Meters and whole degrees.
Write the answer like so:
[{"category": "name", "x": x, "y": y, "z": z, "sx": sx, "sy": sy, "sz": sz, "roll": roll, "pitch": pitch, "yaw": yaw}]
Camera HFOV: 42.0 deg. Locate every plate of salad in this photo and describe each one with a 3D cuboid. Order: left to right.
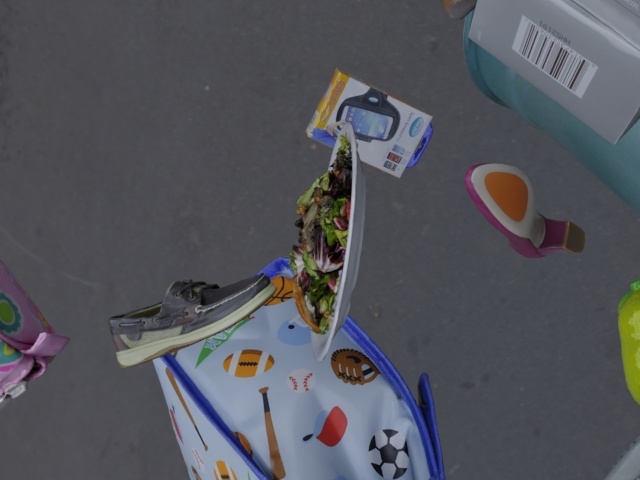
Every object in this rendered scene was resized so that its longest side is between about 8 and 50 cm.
[{"category": "plate of salad", "x": 0.000, "y": 0.000, "z": 0.689, "sx": 0.200, "sy": 0.048, "sz": 0.200, "roll": -172, "pitch": 90, "yaw": -84}]

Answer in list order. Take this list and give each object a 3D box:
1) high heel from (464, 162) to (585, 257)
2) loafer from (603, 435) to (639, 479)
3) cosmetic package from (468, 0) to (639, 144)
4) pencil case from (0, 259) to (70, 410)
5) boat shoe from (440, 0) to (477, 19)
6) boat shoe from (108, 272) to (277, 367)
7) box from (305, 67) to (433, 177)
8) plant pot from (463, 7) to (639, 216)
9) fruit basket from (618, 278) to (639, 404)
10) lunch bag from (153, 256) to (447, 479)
[{"category": "high heel", "x": 0.235, "y": -0.037, "z": 1.081, "sx": 0.117, "sy": 0.244, "sz": 0.082, "roll": 3, "pitch": 78, "yaw": 49}, {"category": "loafer", "x": 0.242, "y": 0.239, "z": 0.637, "sx": 0.087, "sy": 0.094, "sz": 0.251, "roll": -119, "pitch": 31, "yaw": -42}, {"category": "cosmetic package", "x": 0.217, "y": -0.191, "z": 0.520, "sx": 0.127, "sy": 0.107, "sz": 0.238, "roll": 39, "pitch": 78, "yaw": 14}, {"category": "pencil case", "x": -0.305, "y": 0.126, "z": 0.559, "sx": 0.284, "sy": 0.124, "sz": 0.124, "roll": -44, "pitch": 64, "yaw": -1}, {"category": "boat shoe", "x": 0.149, "y": -0.356, "z": 0.895, "sx": 0.116, "sy": 0.324, "sz": 0.123, "roll": 30, "pitch": 134, "yaw": -17}, {"category": "boat shoe", "x": -0.108, "y": 0.056, "z": 0.665, "sx": 0.152, "sy": 0.056, "sz": 0.049, "roll": -25, "pitch": 97, "yaw": 16}, {"category": "box", "x": 0.061, "y": -0.128, "z": 0.940, "sx": 0.081, "sy": 0.136, "sz": 0.028, "roll": -63, "pitch": 14, "yaw": 18}, {"category": "plant pot", "x": 0.388, "y": -0.192, "z": 0.933, "sx": 0.341, "sy": 0.341, "sz": 0.334, "roll": -59, "pitch": 41, "yaw": 32}, {"category": "fruit basket", "x": 0.542, "y": 0.242, "z": 1.167, "sx": 0.392, "sy": 0.392, "sz": 0.283, "roll": 31, "pitch": 117, "yaw": 34}, {"category": "lunch bag", "x": 0.009, "y": 0.261, "z": 0.912, "sx": 0.385, "sy": 0.239, "sz": 0.328, "roll": 43, "pitch": 153, "yaw": 42}]
